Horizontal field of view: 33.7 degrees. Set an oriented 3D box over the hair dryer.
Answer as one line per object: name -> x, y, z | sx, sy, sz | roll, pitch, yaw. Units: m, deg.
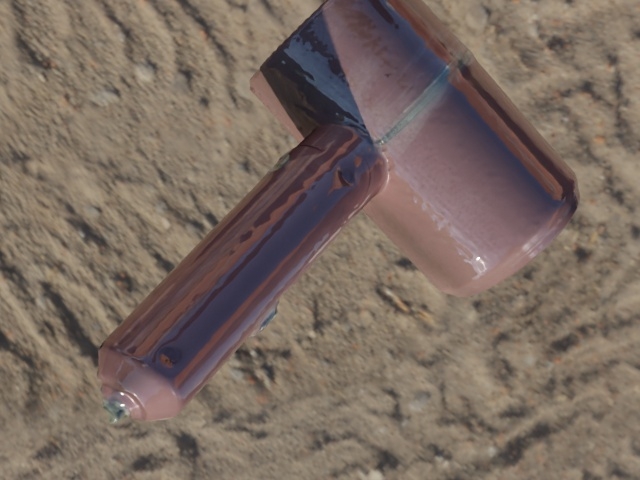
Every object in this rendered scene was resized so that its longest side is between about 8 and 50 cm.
hair dryer -> 0.000, 0.000, 0.653 | 0.210, 0.125, 0.352 | 47, 58, -7
